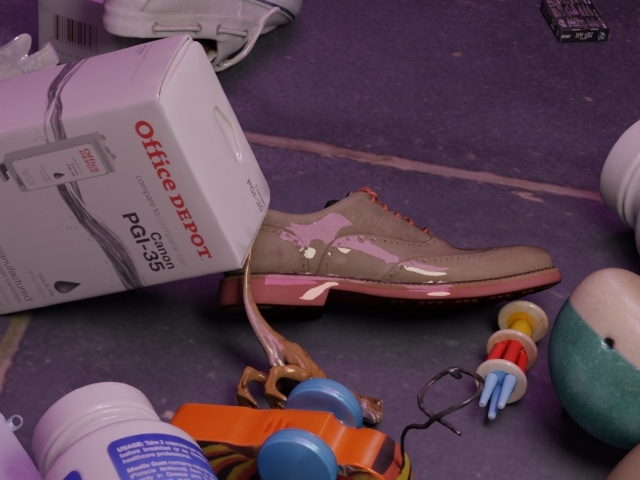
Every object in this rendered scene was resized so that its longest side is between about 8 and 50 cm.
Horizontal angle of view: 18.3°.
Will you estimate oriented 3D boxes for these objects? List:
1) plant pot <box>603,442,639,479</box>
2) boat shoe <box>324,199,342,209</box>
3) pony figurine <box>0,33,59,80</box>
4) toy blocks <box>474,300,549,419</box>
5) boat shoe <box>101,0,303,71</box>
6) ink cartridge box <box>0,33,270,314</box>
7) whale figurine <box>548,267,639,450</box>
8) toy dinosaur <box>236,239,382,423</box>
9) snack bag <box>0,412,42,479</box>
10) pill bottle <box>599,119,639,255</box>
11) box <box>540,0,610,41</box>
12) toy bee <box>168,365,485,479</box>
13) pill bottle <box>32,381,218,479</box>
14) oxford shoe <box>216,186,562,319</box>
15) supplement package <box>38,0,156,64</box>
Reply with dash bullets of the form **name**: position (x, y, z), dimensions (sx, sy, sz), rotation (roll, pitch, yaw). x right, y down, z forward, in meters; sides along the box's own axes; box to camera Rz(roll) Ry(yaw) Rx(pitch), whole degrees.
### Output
- **plant pot**: position (0.358, 0.246, 1.687), dimensions (0.284, 0.191, 0.284), rotation (4, 37, -3)
- **boat shoe**: position (0.000, -0.001, 2.086), dimensions (0.042, 0.049, 0.133), rotation (16, 41, -1)
- **pony figurine**: position (-0.488, -0.183, 2.114), dimensions (0.351, 0.303, 0.363), rotation (-45, 57, -9)
- **toy blocks**: position (0.216, 0.129, 1.939), dimensions (0.123, 0.054, 0.148), rotation (15, 37, 10)
- **boat shoe**: position (-0.142, -0.252, 2.345), dimensions (0.136, 0.156, 0.367), rotation (18, 8, 23)
- **ink cartridge box**: position (-0.220, -0.060, 1.910), dimensions (0.283, 0.207, 0.117), rotation (-11, 32, 23)
- **whale figurine**: position (0.315, 0.128, 1.884), dimensions (0.216, 0.141, 0.272), rotation (43, 13, 29)
- **toy dinosaur**: position (-0.035, 0.115, 1.897), dimensions (0.211, 0.064, 0.112), rotation (45, 49, 2)
- **snack bag**: position (-0.415, 0.204, 1.744), dimensions (0.323, 0.037, 0.342), rotation (-18, 48, -31)
- **pill bottle**: position (0.438, -0.002, 2.051), dimensions (0.176, 0.176, 0.318), rotation (-18, 43, -30)
- **box**: position (0.326, -0.284, 2.553), dimensions (0.067, 0.018, 0.083), rotation (-3, 37, -14)
- **toy bee**: position (0.009, 0.214, 1.735), dimensions (0.298, 0.162, 0.195), rotation (6, 36, 44)
- **pill bottle**: position (-0.144, 0.244, 1.636), dimensions (0.152, 0.152, 0.272), rotation (-10, 40, -22)
- **oxford shoe**: position (0.070, 0.008, 1.985), dimensions (0.348, 0.123, 0.130), rotation (0, 79, -11)
- **supplement package**: position (-0.251, -0.287, 2.389), dimensions (0.105, 0.105, 0.179), rotation (18, 38, 17)
